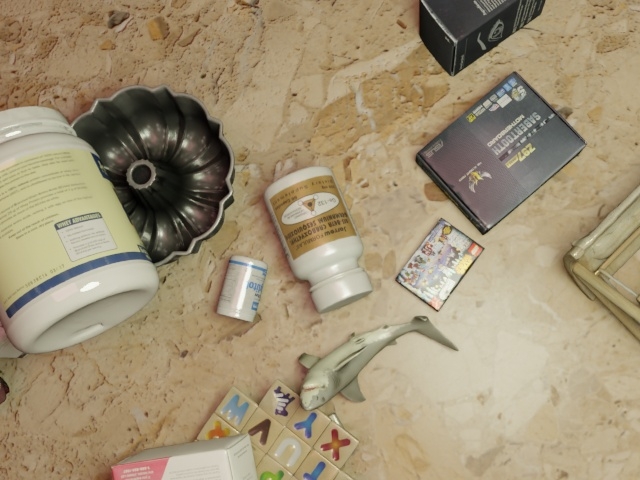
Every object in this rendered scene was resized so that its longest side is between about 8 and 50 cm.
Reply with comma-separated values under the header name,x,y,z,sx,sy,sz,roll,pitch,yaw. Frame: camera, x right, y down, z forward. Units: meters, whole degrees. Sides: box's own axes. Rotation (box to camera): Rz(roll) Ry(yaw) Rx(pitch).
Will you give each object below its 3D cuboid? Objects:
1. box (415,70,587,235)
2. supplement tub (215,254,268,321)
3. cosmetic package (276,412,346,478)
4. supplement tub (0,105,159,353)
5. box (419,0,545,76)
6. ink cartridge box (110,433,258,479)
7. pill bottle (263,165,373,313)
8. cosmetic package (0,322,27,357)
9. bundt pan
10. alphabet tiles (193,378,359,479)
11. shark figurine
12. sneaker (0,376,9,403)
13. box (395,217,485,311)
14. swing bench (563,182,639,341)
name,x,y,z,sx,sy,sz,roll,pitch,yaw
box,0.311,-0.152,1.296,0.233,0.059,0.183,-40,79,-1
supplement tub,-0.137,0.084,1.304,0.071,0.071,0.107,12,82,9
cosmetic package,-0.010,0.345,1.257,0.115,0.041,0.060,-30,80,1
supplement tub,-0.418,-0.017,1.148,0.235,0.235,0.325,-30,78,1
box,0.282,-0.408,1.297,0.207,0.153,0.108,-34,78,-1
ink cartridge box,-0.199,0.475,1.195,0.207,0.117,0.283,-12,85,13
pill bottle,0.000,0.000,1.271,0.131,0.131,0.229,-23,78,3
cosmetic package,-0.552,0.090,1.312,0.151,0.151,0.183,-42,78,-2
bundt pan,-0.300,-0.104,1.330,0.331,0.124,0.330,-1,81,6
alphabet tiles,-0.099,0.417,1.239,0.285,0.011,0.342,36,97,11
shark figurine,0.078,0.214,1.259,0.278,0.166,0.116,-28,104,-16
sneaker,-0.659,0.248,1.328,0.281,0.162,0.106,7,49,39
box,0.206,0.042,1.291,0.094,0.027,0.137,36,86,10
swing bench,0.563,0.028,1.186,0.253,0.165,0.254,-44,73,-1
